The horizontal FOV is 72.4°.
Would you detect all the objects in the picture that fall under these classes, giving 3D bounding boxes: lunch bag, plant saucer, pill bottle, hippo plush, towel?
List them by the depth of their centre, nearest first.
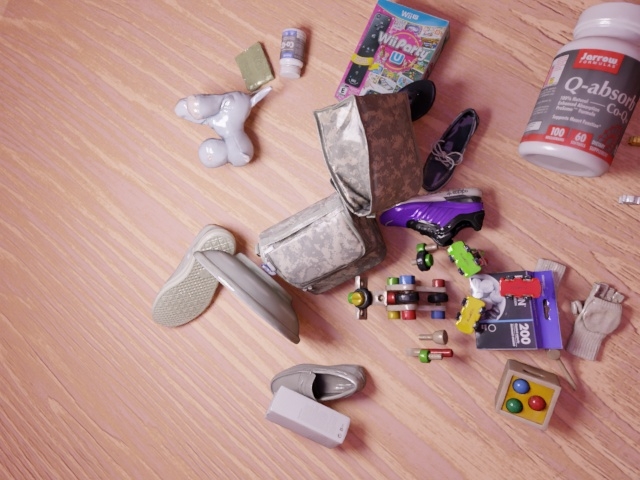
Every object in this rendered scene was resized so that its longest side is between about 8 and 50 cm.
[{"bbox_3d":[0.649,-0.355,1.062,0.210,0.210,0.363,21,97,19],"label":"pill bottle"},{"bbox_3d":[0.134,-0.213,1.111,0.169,0.235,0.287,-7,101,45],"label":"lunch bag"},{"bbox_3d":[0.000,0.000,1.241,0.305,0.256,0.212,-28,58,18],"label":"lunch bag"},{"bbox_3d":[-0.190,0.139,1.284,0.400,0.400,0.100,37,79,16],"label":"plant saucer"},{"bbox_3d":[-0.090,-0.595,1.396,0.078,0.078,0.137,7,92,20],"label":"pill bottle"},{"bbox_3d":[-0.310,-0.358,1.437,0.294,0.234,0.236,-14,106,-20],"label":"hippo plush"},{"bbox_3d":[-0.221,-0.583,1.470,0.110,0.027,0.148,-26,80,17],"label":"towel"}]

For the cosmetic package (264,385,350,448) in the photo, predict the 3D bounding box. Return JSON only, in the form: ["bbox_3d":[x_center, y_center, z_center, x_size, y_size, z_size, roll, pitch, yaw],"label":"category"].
[{"bbox_3d":[-0.041,0.531,1.308,0.231,0.085,0.117,27,142,-1],"label":"cosmetic package"}]

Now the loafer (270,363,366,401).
[{"bbox_3d":[-0.019,0.439,1.344,0.319,0.111,0.112,-15,86,19],"label":"loafer"}]

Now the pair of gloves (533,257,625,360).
[{"bbox_3d":[0.648,0.181,1.147,0.240,0.042,0.204,28,99,17],"label":"pair of gloves"}]

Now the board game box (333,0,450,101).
[{"bbox_3d":[0.207,-0.513,1.282,0.224,0.097,0.303,28,99,17],"label":"board game box"}]

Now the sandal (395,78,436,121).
[{"bbox_3d":[0.198,-0.356,1.205,0.254,0.054,0.097,-24,86,23],"label":"sandal"}]

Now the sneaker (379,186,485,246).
[{"bbox_3d":[0.310,-0.051,1.222,0.293,0.102,0.146,-10,73,20],"label":"sneaker"}]

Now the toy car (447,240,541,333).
[{"bbox_3d":[0.422,0.101,1.160,0.239,0.053,0.225,-37,73,21],"label":"toy car"}]

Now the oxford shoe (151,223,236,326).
[{"bbox_3d":[-0.429,0.121,1.494,0.449,0.169,0.130,-53,30,19],"label":"oxford shoe"}]

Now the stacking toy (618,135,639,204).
[{"bbox_3d":[0.864,-0.161,1.068,0.221,0.052,0.167,11,93,19],"label":"stacking toy"}]

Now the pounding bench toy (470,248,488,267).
[{"bbox_3d":[0.424,0.044,1.222,0.065,0.052,0.083,-29,80,17],"label":"pounding bench toy"}]

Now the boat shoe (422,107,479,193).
[{"bbox_3d":[0.362,-0.251,1.232,0.095,0.079,0.254,38,101,16],"label":"boat shoe"}]

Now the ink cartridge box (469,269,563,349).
[{"bbox_3d":[0.513,0.186,1.160,0.208,0.045,0.206,-9,76,29],"label":"ink cartridge box"}]

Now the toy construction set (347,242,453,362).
[{"bbox_3d":[0.219,0.198,1.234,0.237,0.257,0.309,-11,102,36],"label":"toy construction set"}]

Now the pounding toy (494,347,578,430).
[{"bbox_3d":[0.574,0.374,1.132,0.181,0.094,0.206,16,102,19],"label":"pounding toy"}]
